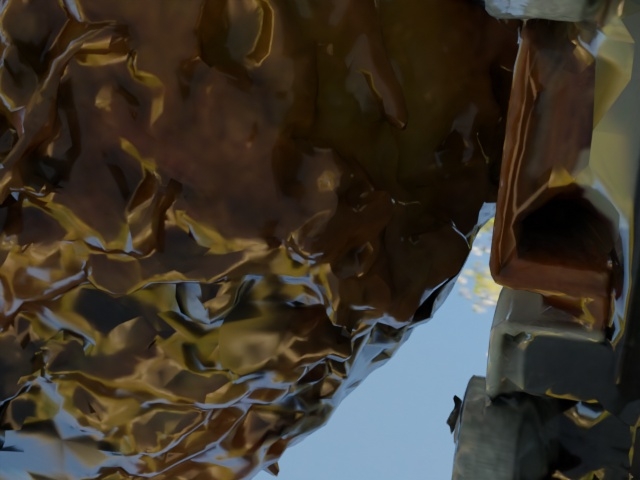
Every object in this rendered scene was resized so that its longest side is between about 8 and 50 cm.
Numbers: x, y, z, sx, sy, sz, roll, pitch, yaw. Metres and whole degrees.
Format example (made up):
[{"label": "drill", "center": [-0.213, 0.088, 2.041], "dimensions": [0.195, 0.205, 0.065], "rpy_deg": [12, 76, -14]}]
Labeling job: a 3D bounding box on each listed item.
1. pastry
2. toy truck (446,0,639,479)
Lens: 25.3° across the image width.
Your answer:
[{"label": "pastry", "center": [-0.106, -0.038, 0.594], "dimensions": [0.292, 0.405, 0.337], "rpy_deg": [-52, -55, -45]}, {"label": "toy truck", "center": [0.140, -0.060, 0.445], "dimensions": [0.173, 0.207, 0.388], "rpy_deg": [8, -66, 8]}]
